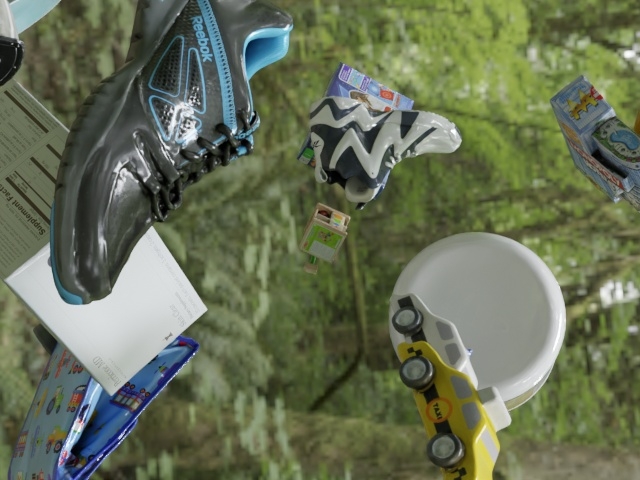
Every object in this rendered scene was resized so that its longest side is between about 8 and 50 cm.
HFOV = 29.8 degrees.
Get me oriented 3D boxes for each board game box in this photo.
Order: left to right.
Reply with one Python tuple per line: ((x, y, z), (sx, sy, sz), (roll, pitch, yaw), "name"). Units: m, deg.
((0.056, -0.171, 1.843), (0.035, 0.136, 0.201), (-53, -168, 50), "board game box")
((0.392, -0.124, 1.634), (0.194, 0.060, 0.194), (49, 3, -43), "board game box")

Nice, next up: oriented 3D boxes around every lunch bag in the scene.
((-0.329, 0.235, 1.635), (0.221, 0.138, 0.293), (-17, -142, 57), "lunch bag")

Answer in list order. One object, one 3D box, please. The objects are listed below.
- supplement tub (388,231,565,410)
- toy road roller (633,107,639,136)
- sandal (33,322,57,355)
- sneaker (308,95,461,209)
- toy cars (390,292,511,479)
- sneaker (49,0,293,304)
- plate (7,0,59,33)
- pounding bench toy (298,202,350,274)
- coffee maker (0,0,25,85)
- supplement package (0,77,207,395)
((0.219, 0.126, 1.675), (0.316, 0.228, 0.228), (57, 27, -76), "supplement tub")
((0.693, -0.157, 2.044), (0.202, 0.330, 0.240), (-48, -159, 59), "toy road roller")
((-0.368, 0.188, 1.879), (0.097, 0.054, 0.254), (48, -9, 22), "sandal")
((0.092, -0.113, 1.736), (0.094, 0.235, 0.153), (-16, -113, 61), "sneaker")
((0.148, 0.162, 1.316), (0.393, 0.087, 0.176), (-85, 152, -79), "toy cars")
((-0.129, -0.093, 1.035), (0.125, 0.140, 0.340), (110, -1, -68), "sneaker")
((-0.435, -0.311, 1.666), (0.024, 0.188, 0.188), (56, 2, -3), "plate")
((0.000, 0.000, 1.690), (0.065, 0.052, 0.083), (-75, -169, -65), "pounding bench toy")
((-0.448, -0.297, 1.465), (0.171, 0.120, 0.178), (29, 40, -49), "coffee maker")
((-0.268, 0.003, 1.253), (0.204, 0.145, 0.262), (41, -13, 32), "supplement package")
